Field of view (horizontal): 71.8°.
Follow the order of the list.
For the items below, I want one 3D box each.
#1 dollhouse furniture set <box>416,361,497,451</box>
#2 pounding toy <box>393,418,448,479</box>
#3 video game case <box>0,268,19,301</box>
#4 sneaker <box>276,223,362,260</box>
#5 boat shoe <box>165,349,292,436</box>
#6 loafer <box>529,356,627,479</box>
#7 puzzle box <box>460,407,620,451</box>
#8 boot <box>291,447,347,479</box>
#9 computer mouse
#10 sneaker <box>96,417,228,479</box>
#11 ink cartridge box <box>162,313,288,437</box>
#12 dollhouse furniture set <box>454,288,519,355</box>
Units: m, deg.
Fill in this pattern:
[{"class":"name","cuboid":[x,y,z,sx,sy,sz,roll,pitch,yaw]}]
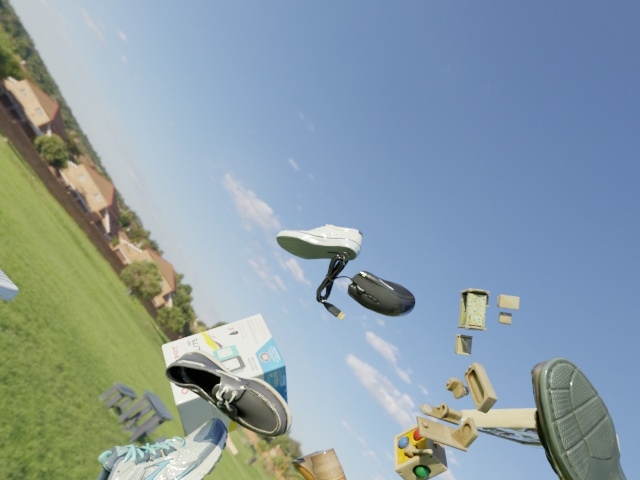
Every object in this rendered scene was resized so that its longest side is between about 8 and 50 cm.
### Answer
[{"class":"dollhouse furniture set","cuboid":[0.315,0.379,1.055,0.123,0.151,0.144,21,25,-10]},{"class":"pounding toy","cuboid":[0.248,0.531,1.109,0.100,0.130,0.141,47,20,-11]},{"class":"video game case","cuboid":[-0.504,-0.002,0.542,0.184,0.023,0.201,27,-11,32]},{"class":"sneaker","cuboid":[0.000,0.000,1.284,0.258,0.091,0.094,9,-43,20]},{"class":"boat shoe","cuboid":[-0.137,0.225,0.634,0.206,0.075,0.065,22,8,26]},{"class":"loafer","cuboid":[0.323,0.281,0.554,0.267,0.096,0.084,68,-23,10]},{"class":"puzzle box","cuboid":[0.659,0.574,1.331,0.409,0.052,0.272,26,-32,-28]},{"class":"boot","cuboid":[0.013,0.734,1.286,0.283,0.109,0.220,-48,-125,51]},{"class":"computer mouse","cuboid":[0.112,0.166,1.199,0.262,0.184,0.060,30,24,-2]},{"class":"sneaker","cuboid":[-0.273,0.361,0.687,0.110,0.283,0.122,-31,-89,50]},{"class":"ink cartridge box","cuboid":[-0.247,0.362,1.162,0.198,0.270,0.197,-129,-149,-46]},{"class":"dollhouse furniture set","cuboid":[0.474,0.237,1.232,0.101,0.161,0.181,85,13,-79]}]
